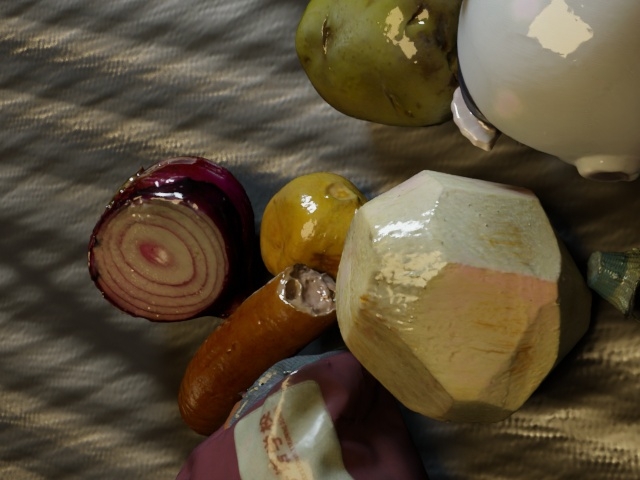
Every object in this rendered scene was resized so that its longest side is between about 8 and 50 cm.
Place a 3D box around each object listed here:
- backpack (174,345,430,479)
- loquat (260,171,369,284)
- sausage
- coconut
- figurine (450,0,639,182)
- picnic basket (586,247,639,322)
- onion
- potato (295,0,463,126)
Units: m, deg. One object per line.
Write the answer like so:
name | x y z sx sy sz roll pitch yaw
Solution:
backpack | -0.025 0.285 1.693 0.317 0.197 0.283 -37 69 35
loquat | 0.000 0.000 1.733 0.137 0.113 0.137 11 109 36
sausage | -0.074 0.119 1.740 0.302 0.102 0.076 -47 62 47
coconut | 0.132 0.051 1.588 0.197 0.236 0.237 -118 47 -69
figurine | 0.283 -0.178 1.468 0.361 0.211 0.253 19 68 36
picnic basket | 0.280 0.039 1.558 0.083 0.083 0.065 18 102 -9
onion | -0.128 0.015 1.821 0.218 0.140 0.195 40 118 -10
potato | 0.067 -0.190 1.665 0.200 0.137 0.155 8 79 49
